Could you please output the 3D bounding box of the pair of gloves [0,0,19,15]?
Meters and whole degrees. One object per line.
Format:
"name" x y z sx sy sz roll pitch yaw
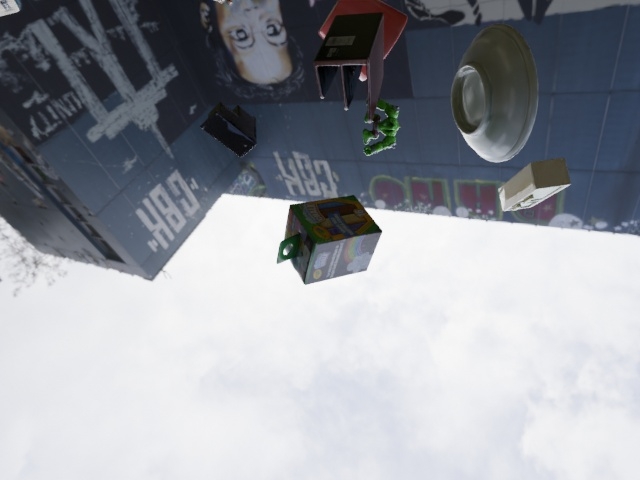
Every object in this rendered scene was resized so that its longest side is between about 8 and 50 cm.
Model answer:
"pair of gloves" -0.768 -0.509 0.862 0.204 0.042 0.240 -34 -172 -11

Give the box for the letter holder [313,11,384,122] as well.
"letter holder" 0.100 -0.512 1.266 0.152 0.214 0.301 4 -131 15

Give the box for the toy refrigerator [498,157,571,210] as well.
"toy refrigerator" 0.679 -0.169 1.354 0.103 0.269 0.094 -8 -100 1

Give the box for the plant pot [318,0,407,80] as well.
"plant pot" 0.143 -0.785 1.566 0.275 0.243 0.275 -52 -164 21

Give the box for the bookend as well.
"bookend" -0.277 -0.362 1.287 0.072 0.157 0.156 -35 -138 25

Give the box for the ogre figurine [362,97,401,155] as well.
"ogre figurine" 0.208 -0.389 1.442 0.118 0.097 0.196 14 -86 28

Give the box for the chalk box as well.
"chalk box" 0.000 0.000 1.247 0.289 0.180 0.179 -9 -134 -26

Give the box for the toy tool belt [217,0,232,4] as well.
"toy tool belt" -0.317 -0.790 1.340 0.083 0.051 0.052 8 -126 -26

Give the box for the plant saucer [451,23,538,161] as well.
"plant saucer" 0.491 -0.433 1.281 0.101 0.400 0.400 -11 -137 -7
